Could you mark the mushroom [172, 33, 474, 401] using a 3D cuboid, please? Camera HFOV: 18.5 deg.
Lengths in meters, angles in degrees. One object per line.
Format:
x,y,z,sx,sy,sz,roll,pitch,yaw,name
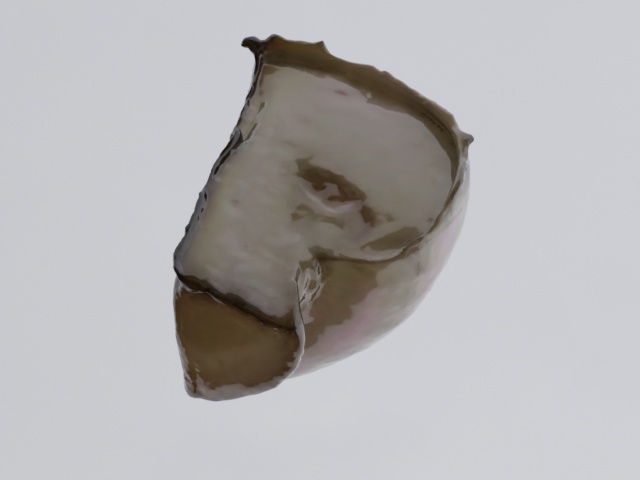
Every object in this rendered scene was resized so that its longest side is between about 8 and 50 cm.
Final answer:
0.012,0.018,1.195,0.162,0.236,0.173,5,-45,14,mushroom
